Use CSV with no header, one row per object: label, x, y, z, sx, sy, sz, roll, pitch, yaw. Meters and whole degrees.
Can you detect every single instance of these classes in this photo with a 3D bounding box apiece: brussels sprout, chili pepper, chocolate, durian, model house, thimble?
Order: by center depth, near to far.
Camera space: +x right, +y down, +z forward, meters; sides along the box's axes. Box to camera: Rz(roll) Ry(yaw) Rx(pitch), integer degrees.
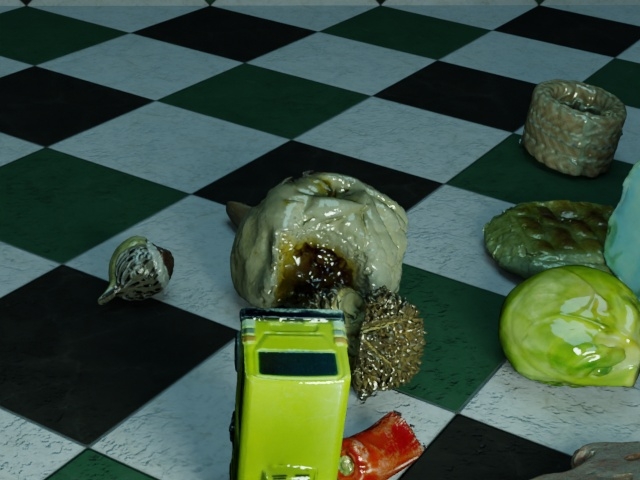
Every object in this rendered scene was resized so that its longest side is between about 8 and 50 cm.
chili pepper,0.064,0.265,1.505,0.123,0.073,0.070,-18,4,-41
durian,0.064,0.131,1.681,0.196,0.167,0.196,18,12,-4
brussels sprout,0.359,0.127,1.723,0.223,0.161,0.223,-1,21,0
model house,0.627,-0.018,1.906,0.241,0.261,0.226,-2,40,-26
chocolate,-0.129,-0.033,2.116,0.064,0.031,0.101,9,24,-34
thimble,0.527,-0.233,2.497,0.196,0.148,0.229,-4,30,-21

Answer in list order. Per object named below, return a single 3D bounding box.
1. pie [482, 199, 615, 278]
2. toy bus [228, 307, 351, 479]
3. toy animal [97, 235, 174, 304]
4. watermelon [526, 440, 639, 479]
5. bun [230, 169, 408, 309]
pie,0.424,-0.002,2.099,0.306,0.071,0.306,4,25,-2
toy bus,-0.040,0.216,1.383,0.128,0.262,0.150,1,34,-7
toy animal,-0.280,0.055,1.854,0.098,0.098,0.137,11,44,13
watermelon,0.305,0.327,1.395,0.318,0.148,0.226,-14,11,-7
bun,0.002,-0.003,1.865,0.281,0.205,0.281,10,14,-3
